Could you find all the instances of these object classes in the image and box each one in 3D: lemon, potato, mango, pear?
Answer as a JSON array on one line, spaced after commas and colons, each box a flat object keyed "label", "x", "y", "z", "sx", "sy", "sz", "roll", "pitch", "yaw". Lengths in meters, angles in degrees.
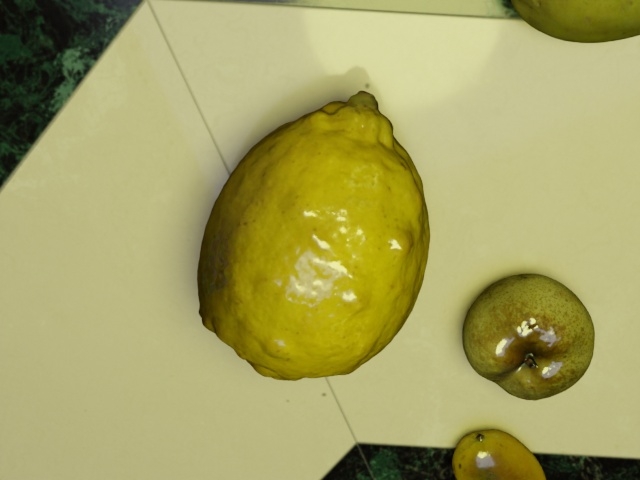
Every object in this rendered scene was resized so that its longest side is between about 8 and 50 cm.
[{"label": "lemon", "x": -0.002, "y": 0.007, "z": 1.056, "sx": 0.285, "sy": 0.285, "sz": 0.316, "roll": 44, "pitch": 80, "yaw": -12}, {"label": "potato", "x": 0.316, "y": -0.319, "z": 1.002, "sx": 0.228, "sy": 0.148, "sz": 0.197, "roll": -25, "pitch": 119, "yaw": 10}, {"label": "mango", "x": 0.253, "y": 0.326, "z": 1.249, "sx": 0.161, "sy": 0.076, "sz": 0.103, "roll": 42, "pitch": 99, "yaw": -15}, {"label": "pear", "x": 0.268, "y": 0.125, "z": 1.151, "sx": 0.167, "sy": 0.136, "sz": 0.167, "roll": 2, "pitch": 111, "yaw": 4}]
